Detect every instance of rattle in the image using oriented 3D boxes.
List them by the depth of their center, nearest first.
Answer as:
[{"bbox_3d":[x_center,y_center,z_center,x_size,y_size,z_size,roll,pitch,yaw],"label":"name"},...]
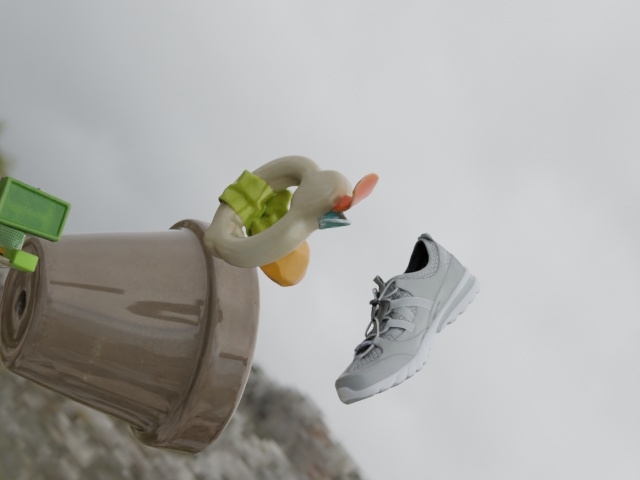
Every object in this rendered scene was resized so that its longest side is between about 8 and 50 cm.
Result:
[{"bbox_3d":[0.000,0.000,1.560,0.200,0.130,0.142,-6,-61,37],"label":"rattle"}]

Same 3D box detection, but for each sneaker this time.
[{"bbox_3d":[0.090,0.102,2.183,0.105,0.281,0.115,-25,-73,47],"label":"sneaker"}]

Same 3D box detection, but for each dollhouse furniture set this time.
[{"bbox_3d":[-0.261,-0.018,1.397,0.059,0.076,0.152,23,-11,-25],"label":"dollhouse furniture set"}]

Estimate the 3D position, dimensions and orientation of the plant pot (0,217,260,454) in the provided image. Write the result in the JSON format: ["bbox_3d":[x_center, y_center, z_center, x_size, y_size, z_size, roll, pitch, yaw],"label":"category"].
[{"bbox_3d":[-0.222,0.091,1.849,0.229,0.263,0.263,12,8,-27],"label":"plant pot"}]
